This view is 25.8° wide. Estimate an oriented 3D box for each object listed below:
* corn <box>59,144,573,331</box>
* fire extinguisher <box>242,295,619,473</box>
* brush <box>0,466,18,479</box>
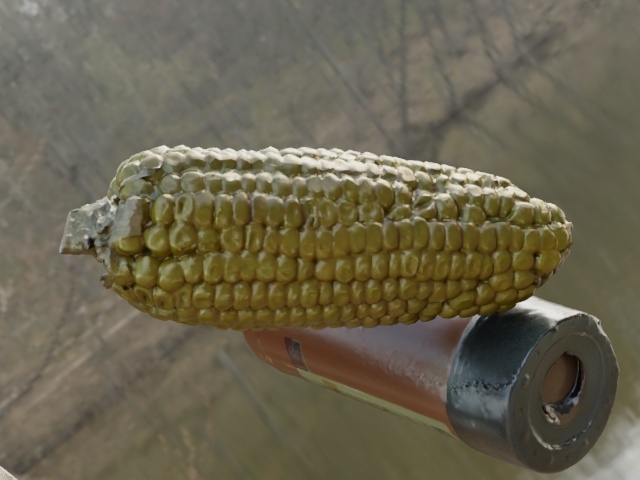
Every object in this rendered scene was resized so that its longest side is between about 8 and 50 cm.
[{"bbox_3d":[0.000,0.000,0.879,0.321,0.119,0.119,3,-4,-9],"label":"corn"},{"bbox_3d":[0.063,0.066,1.072,0.200,0.113,0.376,-1,12,-44],"label":"fire extinguisher"},{"bbox_3d":[-0.157,0.249,0.982,0.065,0.327,0.070,-36,-27,-57],"label":"brush"}]
